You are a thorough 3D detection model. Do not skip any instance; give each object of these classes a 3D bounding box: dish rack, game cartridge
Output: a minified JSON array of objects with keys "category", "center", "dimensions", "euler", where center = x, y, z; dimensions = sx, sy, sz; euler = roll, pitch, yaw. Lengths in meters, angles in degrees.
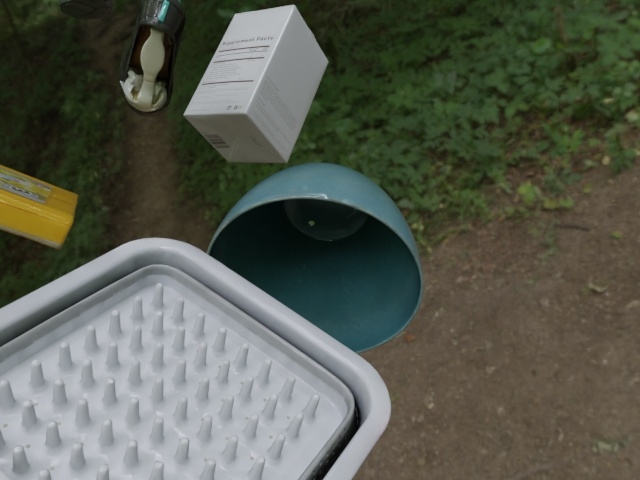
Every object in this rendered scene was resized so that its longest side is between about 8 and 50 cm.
[{"category":"dish rack","center":[-0.133,0.144,0.409],"dimensions":[0.285,0.072,0.333],"euler":[31,39,18]},{"category":"game cartridge","center":[-0.509,-0.093,0.804],"dimensions":[0.324,0.052,0.285],"euler":[25,1,-24]}]

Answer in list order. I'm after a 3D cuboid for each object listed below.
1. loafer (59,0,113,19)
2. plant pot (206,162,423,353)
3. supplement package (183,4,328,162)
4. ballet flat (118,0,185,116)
[{"category":"loafer","center":[-0.443,-0.497,1.113],"dimensions":[0.096,0.084,0.267],"euler":[3,4,-32]},{"category":"plant pot","center":[0.000,0.000,0.835],"dimensions":[0.290,0.290,0.195],"euler":[-9,38,15]},{"category":"supplement package","center":[-0.133,-0.339,1.271],"dimensions":[0.175,0.177,0.293],"euler":[6,65,32]},{"category":"ballet flat","center":[-0.296,-0.288,0.979],"dimensions":[0.095,0.280,0.096],"euler":[12,55,-15]}]
